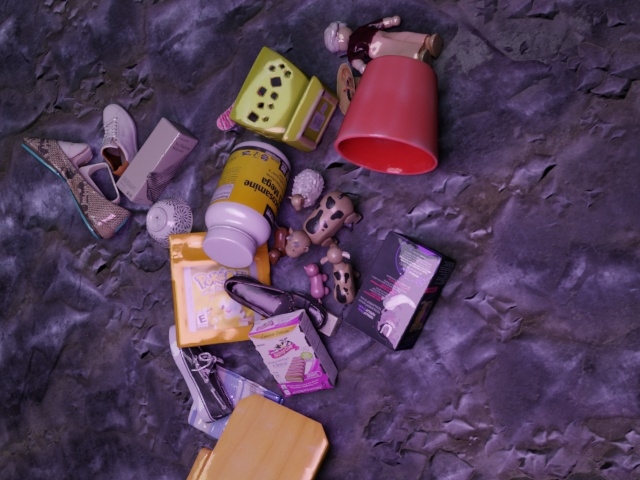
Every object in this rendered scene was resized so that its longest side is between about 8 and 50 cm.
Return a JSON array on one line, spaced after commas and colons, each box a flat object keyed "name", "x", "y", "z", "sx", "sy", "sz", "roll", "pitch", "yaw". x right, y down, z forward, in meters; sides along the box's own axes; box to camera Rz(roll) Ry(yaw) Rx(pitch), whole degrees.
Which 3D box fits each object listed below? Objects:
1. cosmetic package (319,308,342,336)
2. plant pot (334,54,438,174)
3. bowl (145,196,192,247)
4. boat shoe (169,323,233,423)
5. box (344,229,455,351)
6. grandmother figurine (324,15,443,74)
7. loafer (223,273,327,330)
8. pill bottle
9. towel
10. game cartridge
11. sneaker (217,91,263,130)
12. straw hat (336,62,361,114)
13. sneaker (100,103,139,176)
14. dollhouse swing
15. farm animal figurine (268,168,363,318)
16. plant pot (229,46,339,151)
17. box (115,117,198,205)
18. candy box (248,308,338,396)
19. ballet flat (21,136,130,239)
[{"name": "cosmetic package", "x": -0.002, "y": 0.220, "z": 1.840, "sx": 0.115, "sy": 0.041, "sz": 0.060, "roll": 28, "pitch": 96, "yaw": 24}, {"name": "plant pot", "x": 0.192, "y": -0.330, "z": 1.707, "sx": 0.274, "sy": 0.275, "sz": 0.243, "roll": 6, "pitch": 77, "yaw": 25}, {"name": "bowl", "x": -0.500, "y": -0.063, "z": 2.073, "sx": 0.170, "sy": 0.080, "sz": 0.170, "roll": -3, "pitch": 83, "yaw": 25}, {"name": "boat shoe", "x": -0.343, "y": 0.376, "z": 1.900, "sx": 0.104, "sy": 0.113, "sz": 0.307, "roll": -25, "pitch": 80, "yaw": 12}, {"name": "box", "x": 0.209, "y": 0.132, "z": 1.698, "sx": 0.165, "sy": 0.143, "sz": 0.271, "roll": 30, "pitch": 97, "yaw": 26}, {"name": "grandmother figurine", "x": 0.154, "y": -0.545, "z": 1.823, "sx": 0.342, "sy": 0.104, "sz": 0.208, "roll": 21, "pitch": 60, "yaw": 28}, {"name": "loafer", "x": -0.130, "y": 0.177, "z": 1.793, "sx": 0.302, "sy": 0.095, "sz": 0.109, "roll": 21, "pitch": 89, "yaw": 10}, {"name": "pill bottle", "x": -0.209, "y": -0.099, "z": 1.816, "sx": 0.187, "sy": 0.188, "sz": 0.334, "roll": -1, "pitch": 54, "yaw": 24}, {"name": "towel", "x": -0.258, "y": 0.504, "z": 1.930, "sx": 0.284, "sy": 0.034, "sz": 0.210, "roll": 19, "pitch": 93, "yaw": 24}, {"name": "game cartridge", "x": -0.284, "y": 0.133, "z": 1.877, "sx": 0.285, "sy": 0.052, "sz": 0.324, "roll": -5, "pitch": 88, "yaw": -12}, {"name": "sneaker", "x": -0.250, "y": -0.398, "z": 2.006, "sx": 0.170, "sy": 0.075, "sz": 0.063, "roll": -43, "pitch": 95, "yaw": -7}, {"name": "straw hat", "x": 0.098, "y": -0.432, "z": 1.850, "sx": 0.061, "sy": 0.144, "sz": 0.145, "roll": -8, "pitch": 78, "yaw": -19}, {"name": "sneaker", "x": -0.678, "y": -0.341, "z": 2.160, "sx": 0.105, "sy": 0.123, "sz": 0.290, "roll": -29, "pitch": 72, "yaw": 21}, {"name": "dollhouse swing", "x": -0.140, "y": 0.666, "z": 1.826, "sx": 0.346, "sy": 0.315, "sz": 0.305, "roll": 18, "pitch": 54, "yaw": 24}, {"name": "farm animal figurine", "x": 0.000, "y": 0.000, "z": 1.790, "sx": 0.330, "sy": 0.172, "sz": 0.327, "roll": 30, "pitch": 97, "yaw": 24}, {"name": "plant pot", "x": -0.088, "y": -0.381, "z": 1.848, "sx": 0.207, "sy": 0.228, "sz": 0.227, "roll": 29, "pitch": 96, "yaw": 16}, {"name": "box", "x": -0.524, "y": -0.250, "z": 2.087, "sx": 0.094, "sy": 0.113, "sz": 0.275, "roll": 43, "pitch": 103, "yaw": 21}, {"name": "candy box", "x": -0.072, "y": 0.311, "z": 1.777, "sx": 0.159, "sy": 0.071, "sz": 0.234, "roll": -17, "pitch": 116, "yaw": 22}, {"name": "ballet flat", "x": -0.806, "y": -0.216, "z": 2.204, "sx": 0.182, "sy": 0.164, "sz": 0.483, "roll": -41, "pitch": 75, "yaw": -8}]
